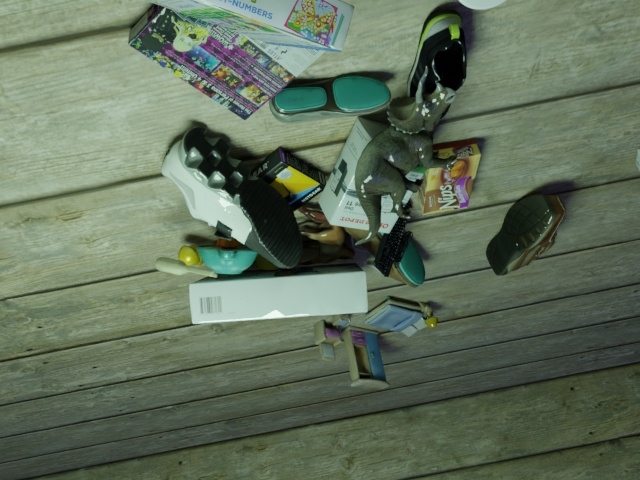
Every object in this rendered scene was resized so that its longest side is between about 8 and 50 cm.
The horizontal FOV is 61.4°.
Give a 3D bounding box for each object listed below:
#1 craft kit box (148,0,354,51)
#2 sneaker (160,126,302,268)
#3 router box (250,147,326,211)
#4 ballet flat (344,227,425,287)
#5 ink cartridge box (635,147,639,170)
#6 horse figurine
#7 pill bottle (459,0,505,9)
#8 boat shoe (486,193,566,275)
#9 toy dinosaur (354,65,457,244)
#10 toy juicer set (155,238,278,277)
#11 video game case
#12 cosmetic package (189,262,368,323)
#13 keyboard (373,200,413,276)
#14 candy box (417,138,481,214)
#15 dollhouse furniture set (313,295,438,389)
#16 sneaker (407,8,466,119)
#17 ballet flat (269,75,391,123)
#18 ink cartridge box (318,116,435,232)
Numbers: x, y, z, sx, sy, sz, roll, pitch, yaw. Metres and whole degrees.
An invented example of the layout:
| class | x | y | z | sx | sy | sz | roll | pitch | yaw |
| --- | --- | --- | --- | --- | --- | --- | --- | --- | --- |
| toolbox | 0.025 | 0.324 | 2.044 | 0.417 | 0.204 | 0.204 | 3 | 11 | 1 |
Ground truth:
| class | x | y | z | sx | sy | sz | roll | pitch | yaw |
| --- | --- | --- | --- | --- | --- | --- | --- | --- | --- |
| craft kit box | -0.124 | -0.285 | 0.624 | 0.247 | 0.250 | 0.060 | 7 | 107 | -27 |
| sneaker | -0.173 | -0.065 | 1.064 | 0.146 | 0.122 | 0.330 | -24 | 115 | 42 |
| router box | -0.097 | -0.105 | 1.138 | 0.179 | 0.046 | 0.133 | -34 | 139 | 31 |
| ballet flat | 0.154 | 0.021 | 1.355 | 0.124 | 0.116 | 0.342 | -5 | 152 | 30 |
| ink cartridge box | 0.816 | -0.181 | 1.220 | 0.151 | 0.109 | 0.063 | -22 | 146 | 17 |
| horse figurine | 0.000 | 0.000 | 1.306 | 0.175 | 0.066 | 0.263 | -2 | 149 | 1 |
| pill bottle | 0.193 | -0.384 | 0.691 | 0.094 | 0.169 | 0.094 | -7 | 146 | -5 |
| boat shoe | 0.542 | -0.018 | 1.396 | 0.120 | 0.122 | 0.324 | -9 | 155 | -12 |
| toy dinosaur | 0.132 | -0.140 | 0.961 | 0.160 | 0.121 | 0.313 | 32 | 109 | -21 |
| toy juicer set | -0.234 | 0.022 | 1.173 | 0.210 | 0.089 | 0.329 | 5 | -176 | 20 |
| video game case | -0.133 | -0.309 | 0.826 | 0.210 | 0.041 | 0.232 | -33 | 140 | 29 |
| cosmetic package | -0.088 | 0.117 | 1.275 | 0.378 | 0.097 | 0.284 | -4 | 179 | 0 |
| keyboard | 0.182 | -0.009 | 1.242 | 0.038 | 0.191 | 0.100 | 11 | 162 | 35 |
| candy box | 0.279 | -0.136 | 1.191 | 0.109 | 0.053 | 0.186 | -9 | 145 | -2 |
| dollhouse furniture set | 0.191 | 0.316 | 1.709 | 0.287 | 0.198 | 0.303 | 17 | 137 | -36 |
| sneaker | 0.200 | -0.274 | 0.921 | 0.084 | 0.097 | 0.234 | -10 | 147 | 0 |
| ballet flat | 0.015 | -0.248 | 0.955 | 0.214 | 0.072 | 0.068 | -6 | 174 | -6 |
| ink cartridge box | 0.108 | -0.124 | 1.087 | 0.153 | 0.086 | 0.208 | 7 | 128 | -26 |
